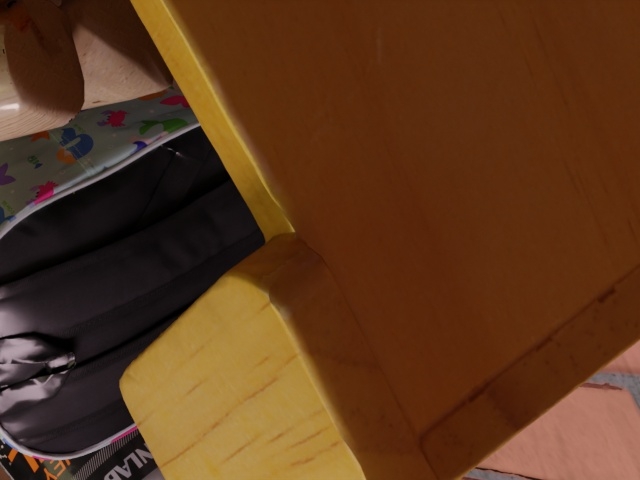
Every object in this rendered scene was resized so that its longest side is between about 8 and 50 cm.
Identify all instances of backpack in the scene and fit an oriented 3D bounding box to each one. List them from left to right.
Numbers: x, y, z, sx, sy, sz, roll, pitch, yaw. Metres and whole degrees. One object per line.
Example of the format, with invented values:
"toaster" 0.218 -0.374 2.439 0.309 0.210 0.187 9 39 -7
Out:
"backpack" -0.151 0.013 1.317 0.191 0.253 0.225 31 145 43

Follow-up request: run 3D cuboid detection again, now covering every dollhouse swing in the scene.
"dollhouse swing" 0.041 -0.076 0.881 0.305 0.347 0.315 54 155 2

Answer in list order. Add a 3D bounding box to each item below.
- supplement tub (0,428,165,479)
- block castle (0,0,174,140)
"supplement tub" -0.196 0.170 1.787 0.316 0.193 0.193 48 154 15
"block castle" -0.169 -0.231 0.934 0.213 0.453 0.303 -12 115 30
